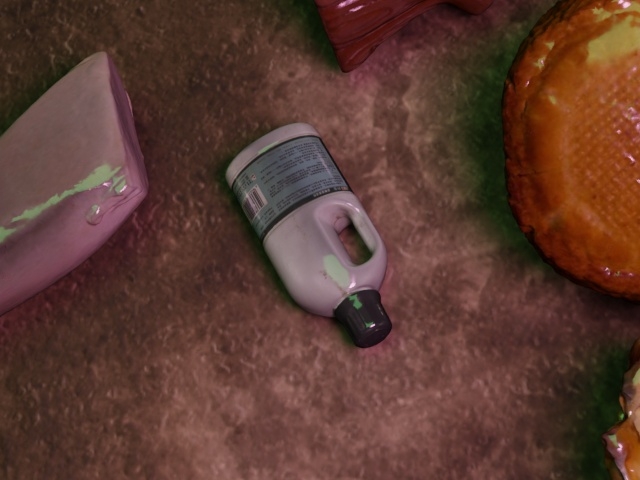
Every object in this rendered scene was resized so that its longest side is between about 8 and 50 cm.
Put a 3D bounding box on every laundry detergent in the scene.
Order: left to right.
[{"bbox_3d":[0.000,0.000,1.348,0.099,0.070,0.225,-28,60,-3],"label":"laundry detergent"}]

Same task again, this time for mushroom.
[{"bbox_3d":[-0.312,0.003,1.413,0.407,0.137,0.154,-43,73,-1],"label":"mushroom"}]

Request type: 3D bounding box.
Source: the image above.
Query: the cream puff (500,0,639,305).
[{"bbox_3d":[0.300,-0.092,1.205,0.303,0.212,0.303,3,100,15],"label":"cream puff"}]

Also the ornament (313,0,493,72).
[{"bbox_3d":[0.082,-0.298,1.393,0.218,0.235,0.221,-20,87,5],"label":"ornament"}]

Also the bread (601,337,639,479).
[{"bbox_3d":[0.300,0.164,1.141,0.252,0.133,0.174,25,70,-17],"label":"bread"}]
